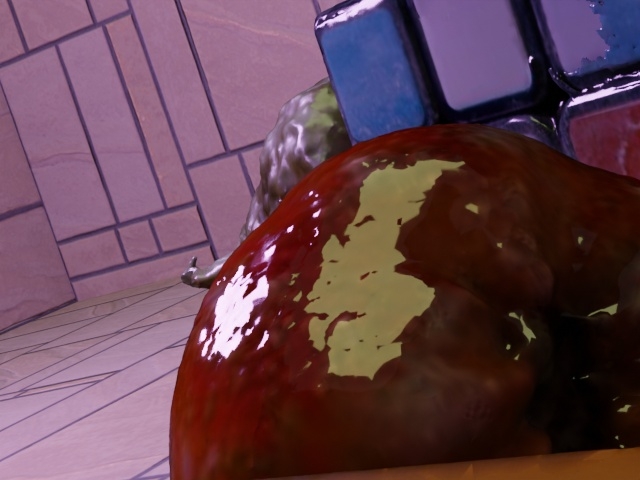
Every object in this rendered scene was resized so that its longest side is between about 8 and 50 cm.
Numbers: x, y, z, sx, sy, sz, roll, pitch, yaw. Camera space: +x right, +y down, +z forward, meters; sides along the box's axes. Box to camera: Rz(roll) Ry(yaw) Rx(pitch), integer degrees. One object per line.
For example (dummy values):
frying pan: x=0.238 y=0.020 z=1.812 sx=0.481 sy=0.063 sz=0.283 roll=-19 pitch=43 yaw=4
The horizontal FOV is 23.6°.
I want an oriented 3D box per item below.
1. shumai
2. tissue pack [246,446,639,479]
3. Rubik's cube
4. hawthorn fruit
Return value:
shumai: x=0.000 y=0.000 z=1.348 sx=0.288 sy=0.330 sz=0.292 roll=3 pitch=61 yaw=39
tissue pack: x=-0.013 y=0.170 z=0.358 sx=0.274 sy=0.145 sz=0.194 roll=-12 pitch=27 yaw=39
Rubik's cube: x=0.258 y=-0.072 z=1.086 sx=0.362 sy=0.359 sz=0.363 roll=-24 pitch=5 yaw=-34
hawthorn fruit: x=0.066 y=0.082 z=0.709 sx=0.284 sy=0.284 sz=0.284 roll=-18 pitch=5 yaw=2
